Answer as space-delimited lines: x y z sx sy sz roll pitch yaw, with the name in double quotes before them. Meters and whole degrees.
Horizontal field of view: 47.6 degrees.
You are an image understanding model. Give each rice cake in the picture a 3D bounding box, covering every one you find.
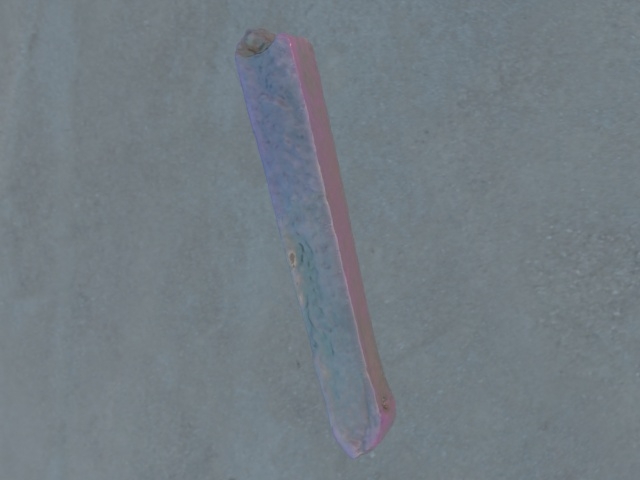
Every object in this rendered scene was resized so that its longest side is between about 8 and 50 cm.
"rice cake" 0.001 0.000 0.647 0.064 0.070 0.399 -12 96 17
